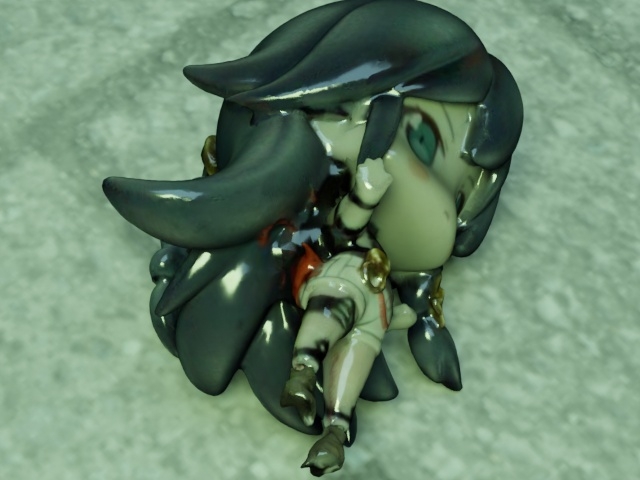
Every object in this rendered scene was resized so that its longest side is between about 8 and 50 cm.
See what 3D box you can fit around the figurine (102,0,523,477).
[{"bbox_3d":[0.003,-0.016,0.719,0.197,0.175,0.265,32,52,20],"label":"figurine"}]
